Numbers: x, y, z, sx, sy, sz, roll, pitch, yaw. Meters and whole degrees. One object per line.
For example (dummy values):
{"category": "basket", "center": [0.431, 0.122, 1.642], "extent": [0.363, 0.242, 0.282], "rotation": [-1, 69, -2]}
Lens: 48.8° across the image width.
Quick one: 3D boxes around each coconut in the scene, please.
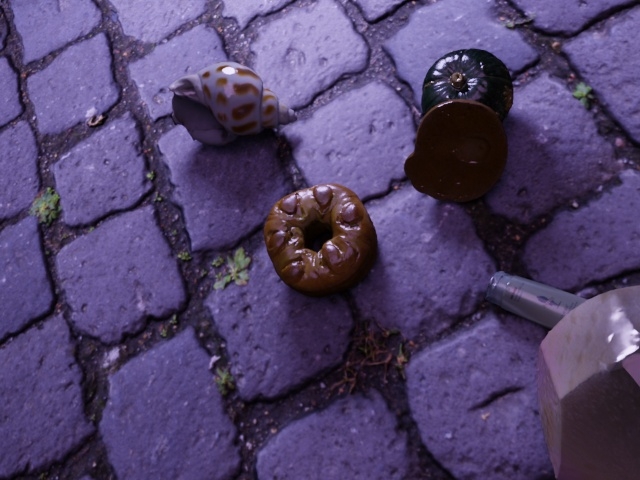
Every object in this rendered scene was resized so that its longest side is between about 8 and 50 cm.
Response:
{"category": "coconut", "center": [0.474, 0.243, 0.990], "extent": [0.353, 0.352, 0.352], "rotation": [-7, 64, 15]}

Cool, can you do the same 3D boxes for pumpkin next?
{"category": "pumpkin", "center": [0.287, -0.284, 1.386], "extent": [0.190, 0.146, 0.190], "rotation": [1, 92, 20]}

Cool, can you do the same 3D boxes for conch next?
{"category": "conch", "center": [-0.191, -0.301, 1.554], "extent": [0.275, 0.182, 0.149], "rotation": [28, 45, 21]}

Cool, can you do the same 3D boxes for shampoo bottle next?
{"category": "shampoo bottle", "center": [0.393, 0.114, 1.219], "extent": [0.212, 0.049, 0.072], "rotation": [21, 78, 26]}

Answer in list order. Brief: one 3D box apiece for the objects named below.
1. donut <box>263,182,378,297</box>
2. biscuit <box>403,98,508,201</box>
{"category": "donut", "center": [0.002, 0.000, 1.366], "extent": [0.227, 0.114, 0.226], "rotation": [-8, 63, 15]}
{"category": "biscuit", "center": [0.261, -0.170, 1.332], "extent": [0.181, 0.208, 0.049], "rotation": [18, 31, 6]}
